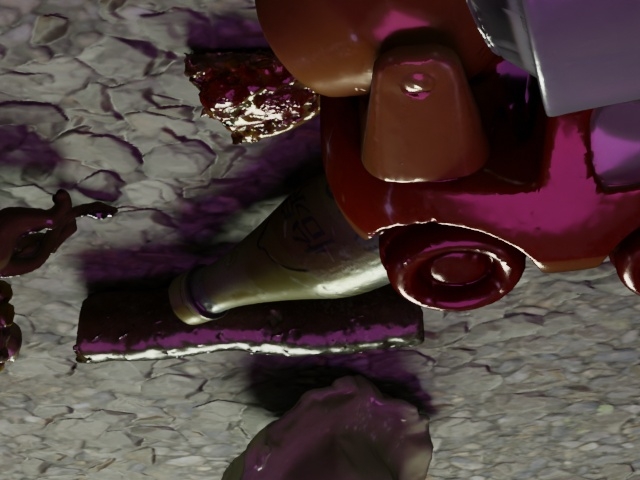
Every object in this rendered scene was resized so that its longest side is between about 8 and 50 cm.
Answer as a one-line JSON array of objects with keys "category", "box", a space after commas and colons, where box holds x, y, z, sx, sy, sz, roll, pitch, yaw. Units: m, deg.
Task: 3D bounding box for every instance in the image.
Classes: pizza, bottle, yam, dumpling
[{"category": "pizza", "box": [-0.037, -0.078, 1.125, 0.100, 0.029, 0.099, 3, 153, -10]}, {"category": "bottle", "box": [0.000, 0.000, 1.227, 0.269, 0.083, 0.083, -22, 148, 40]}, {"category": "yam", "box": [-0.053, 0.056, 1.357, 0.252, 0.061, 0.061, -3, 153, 3]}, {"category": "dumpling", "box": [0.012, 0.203, 1.570, 0.193, 0.147, 0.258, -40, 142, -14]}]

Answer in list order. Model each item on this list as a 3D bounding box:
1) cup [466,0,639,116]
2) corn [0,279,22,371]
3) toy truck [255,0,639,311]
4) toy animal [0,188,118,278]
[{"category": "cup", "box": [0.217, -0.195, 0.679, 0.371, 0.253, 0.253, -9, 152, 8]}, {"category": "corn", "box": [-0.331, 0.019, 1.222, 0.319, 0.097, 0.097, 22, 144, -36]}, {"category": "toy truck", "box": [0.106, -0.098, 0.939, 0.264, 0.189, 0.239, -5, 144, 4]}, {"category": "toy animal", "box": [-0.231, -0.012, 1.202, 0.219, 0.086, 0.069, -9, 161, -28]}]
